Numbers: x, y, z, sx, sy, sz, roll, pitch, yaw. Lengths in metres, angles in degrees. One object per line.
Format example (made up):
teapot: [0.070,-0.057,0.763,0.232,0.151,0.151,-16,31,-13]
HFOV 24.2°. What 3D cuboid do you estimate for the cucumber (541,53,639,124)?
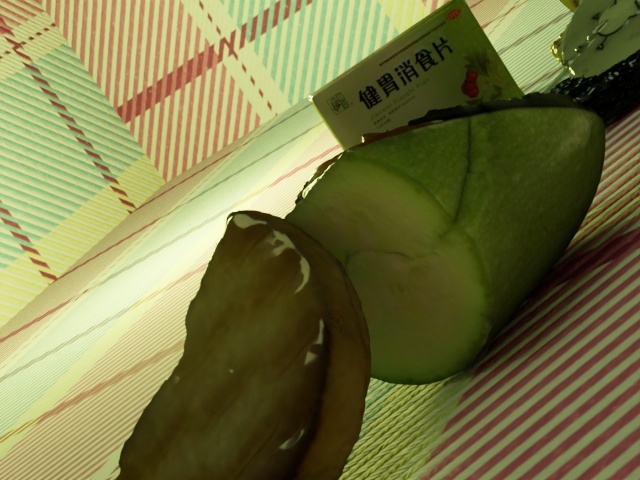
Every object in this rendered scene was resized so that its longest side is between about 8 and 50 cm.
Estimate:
cucumber: [0.357,-0.199,1.698,0.265,0.077,0.077,-35,10,-9]

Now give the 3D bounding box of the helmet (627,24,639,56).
helmet: [0.402,-0.232,1.403,0.225,0.177,0.305,-47,19,7]

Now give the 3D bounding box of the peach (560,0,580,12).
peach: [0.417,-0.407,1.811,0.314,0.282,0.315,-19,-10,-28]

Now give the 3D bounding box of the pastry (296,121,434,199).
pastry: [0.069,-0.072,1.937,0.229,0.100,0.218,-28,14,-10]

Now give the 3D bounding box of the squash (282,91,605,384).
squash: [0.124,-0.043,1.301,0.309,0.210,0.233,-50,1,-43]

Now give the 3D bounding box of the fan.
fan: [0.245,-0.180,1.380,0.415,0.012,0.233,-48,17,10]

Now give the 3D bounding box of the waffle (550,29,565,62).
waffle: [0.406,-0.305,2.114,0.160,0.046,0.192,-39,12,-22]

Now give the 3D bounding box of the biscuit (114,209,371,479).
biscuit: [-0.055,0.127,1.167,0.213,0.091,0.274,37,100,43]

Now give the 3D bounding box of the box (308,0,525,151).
box: [0.137,-0.203,2.130,0.260,0.175,0.062,-34,9,0]
